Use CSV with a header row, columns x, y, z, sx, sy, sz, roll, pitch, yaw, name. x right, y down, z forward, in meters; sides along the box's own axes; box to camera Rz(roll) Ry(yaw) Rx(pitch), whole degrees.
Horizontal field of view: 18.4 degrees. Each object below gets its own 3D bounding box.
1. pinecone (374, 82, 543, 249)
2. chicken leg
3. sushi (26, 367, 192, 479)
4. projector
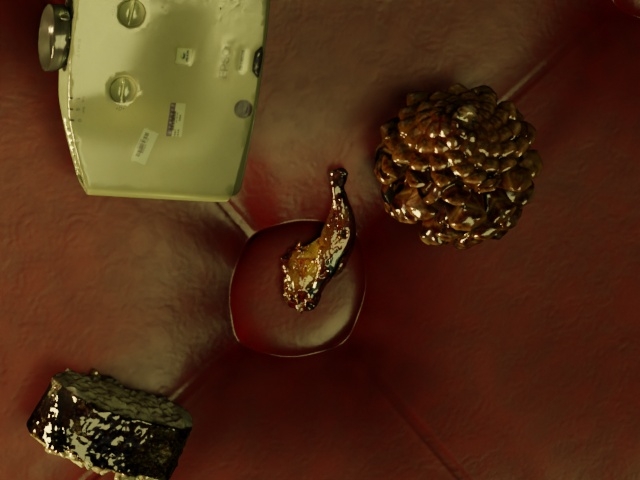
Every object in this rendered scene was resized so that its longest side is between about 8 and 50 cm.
x,y,z,sx,sy,sz,roll,pitch,yaw,name
0.132,-0.065,1.880,0.174,0.173,0.173,-6,109,-19,pinecone
0.004,0.002,1.917,0.062,0.037,0.145,28,98,-13,chicken leg
-0.197,0.178,1.865,0.150,0.090,0.078,20,103,-27,sushi
-0.151,-0.174,1.766,0.194,0.088,0.269,3,105,-20,projector
